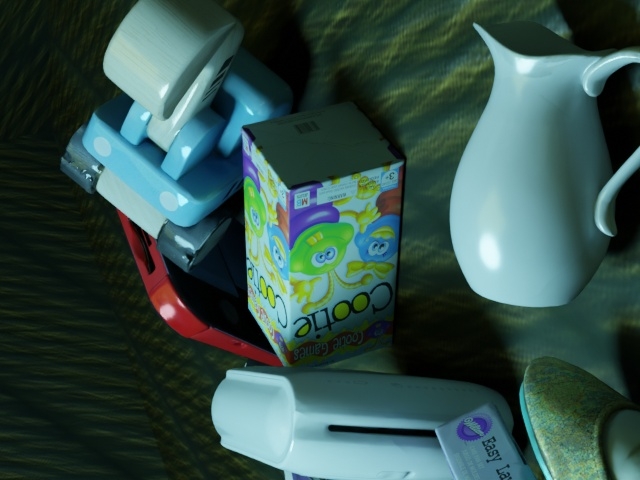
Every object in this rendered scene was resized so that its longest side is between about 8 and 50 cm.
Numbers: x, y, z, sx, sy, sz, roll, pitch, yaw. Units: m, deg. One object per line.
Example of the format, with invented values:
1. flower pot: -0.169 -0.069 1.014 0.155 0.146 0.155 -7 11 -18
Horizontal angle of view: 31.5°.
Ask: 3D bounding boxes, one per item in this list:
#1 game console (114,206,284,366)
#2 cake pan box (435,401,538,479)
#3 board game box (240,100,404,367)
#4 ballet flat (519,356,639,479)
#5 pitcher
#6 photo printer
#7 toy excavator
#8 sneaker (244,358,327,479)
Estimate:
1. game console: -0.170 0.003 1.678 0.342 0.060 0.386 26 -147 -53
2. cake pan box: 0.192 0.304 0.977 0.267 0.070 0.245 -111 0 -60
3. board game box: 0.000 0.000 1.339 0.142 0.144 0.275 -126 28 -45
4. ballet flat: 0.266 0.230 0.842 0.123 0.123 0.348 117 135 -63
5. pitcher: 0.182 -0.052 0.855 0.178 0.126 0.207 22 115 48
6. photo printer: 0.041 0.192 1.208 0.307 0.256 0.107 166 109 -71
7. toy excavator: -0.152 -0.170 1.360 0.222 0.433 0.445 39 130 6
8. sneaker: -0.018 0.269 1.694 0.283 0.107 0.124 62 142 24
